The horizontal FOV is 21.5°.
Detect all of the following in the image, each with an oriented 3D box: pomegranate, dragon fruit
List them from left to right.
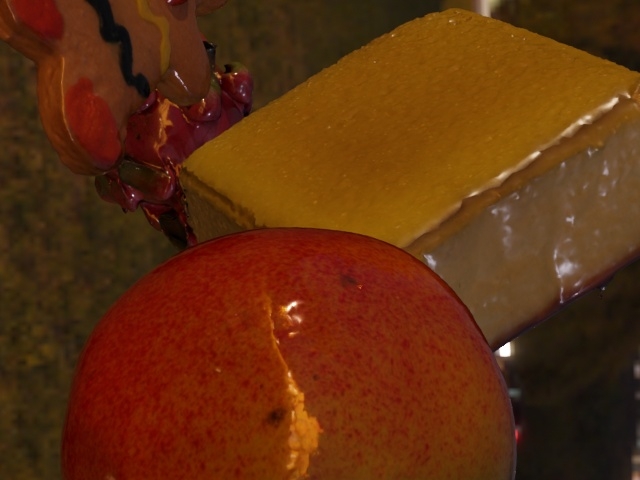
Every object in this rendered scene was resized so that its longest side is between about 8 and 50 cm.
[{"bbox_3d":[-0.150,-0.101,1.776,0.273,0.218,0.198,63,12,7],"label":"dragon fruit"},{"bbox_3d":[-0.007,0.113,0.797,0.257,0.221,0.221,53,-8,31],"label":"pomegranate"}]

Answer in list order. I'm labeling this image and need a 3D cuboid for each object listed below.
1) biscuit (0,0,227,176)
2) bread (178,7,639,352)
[{"bbox_3d":[-0.113,-0.153,1.034,0.165,0.036,0.250,65,32,-17],"label":"biscuit"},{"bbox_3d":[0.086,-0.039,1.340,0.333,0.323,0.143,35,-29,55],"label":"bread"}]
